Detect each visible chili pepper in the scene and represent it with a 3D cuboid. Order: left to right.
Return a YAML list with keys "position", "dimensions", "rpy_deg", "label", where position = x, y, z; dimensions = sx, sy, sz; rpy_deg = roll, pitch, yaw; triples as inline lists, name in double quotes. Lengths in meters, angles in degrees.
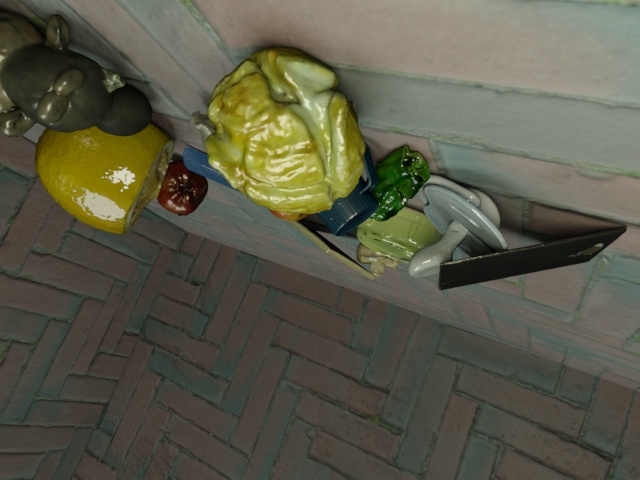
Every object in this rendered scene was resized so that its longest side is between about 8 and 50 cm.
- position: [0.144, -0.113, 1.065]
  dimensions: [0.099, 0.083, 0.253]
  rpy_deg: [41, 163, 3]
  label: "chili pepper"

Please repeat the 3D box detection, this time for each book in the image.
- position: [0.000, 0.000, 1.798]
  dimensions: [0.262, 0.028, 0.374]
  rpy_deg: [34, -177, -44]
  label: "book"

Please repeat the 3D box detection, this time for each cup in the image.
- position: [0.043, -0.111, 1.044]
  dimensions: [0.131, 0.176, 0.155]
  rpy_deg: [-21, -106, -50]
  label: "cup"

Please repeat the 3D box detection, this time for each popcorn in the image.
- position: [-0.053, -0.172, 0.839]
  dimensions: [0.225, 0.277, 0.276]
  rpy_deg: [-17, 161, 8]
  label: "popcorn"

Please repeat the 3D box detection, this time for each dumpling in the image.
- position: [-0.219, -0.239, 1.167]
  dimensions: [0.127, 0.108, 0.188]
  rpy_deg: [46, -167, 20]
  label: "dumpling"

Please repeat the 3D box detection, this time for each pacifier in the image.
- position: [0.248, -0.004, 1.065]
  dimensions: [0.227, 0.207, 0.279]
  rpy_deg: [38, 174, 18]
  label: "pacifier"

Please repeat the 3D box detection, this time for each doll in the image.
- position: [-0.604, -0.325, 1.152]
  dimensions: [0.382, 0.252, 0.378]
  rpy_deg: [27, 171, 15]
  label: "doll"

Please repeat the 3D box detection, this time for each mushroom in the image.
- position: [0.189, 0.056, 1.723]
  dimensions: [0.154, 0.123, 0.154]
  rpy_deg: [9, 168, 2]
  label: "mushroom"

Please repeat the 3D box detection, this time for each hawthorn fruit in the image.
- position: [-0.488, -0.182, 1.800]
  dimensions: [0.185, 0.185, 0.202]
  rpy_deg: [30, 171, -36]
  label: "hawthorn fruit"

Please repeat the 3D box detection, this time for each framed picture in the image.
- position: [0.397, 0.044, 1.048]
  dimensions: [0.323, 0.013, 0.244]
  rpy_deg: [-12, 163, 8]
  label: "framed picture"

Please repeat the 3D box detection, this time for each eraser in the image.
- position: [-0.277, -0.196, 1.644]
  dimensions: [0.311, 0.043, 0.144]
  rpy_deg: [24, 169, -7]
  label: "eraser"

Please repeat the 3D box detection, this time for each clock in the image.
- position: [0.205, -0.012, 1.408]
  dimensions: [0.234, 0.096, 0.308]
  rpy_deg: [19, 170, 16]
  label: "clock"

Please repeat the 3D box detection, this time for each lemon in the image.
- position: [-0.603, -0.213, 1.446]
  dimensions: [0.364, 0.364, 0.364]
  rpy_deg: [22, 170, 4]
  label: "lemon"

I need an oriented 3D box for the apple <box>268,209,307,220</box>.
- position: [-0.071, -0.115, 1.329]
  dimensions: [0.146, 0.147, 0.146]
  rpy_deg: [22, 170, 4]
  label: "apple"
